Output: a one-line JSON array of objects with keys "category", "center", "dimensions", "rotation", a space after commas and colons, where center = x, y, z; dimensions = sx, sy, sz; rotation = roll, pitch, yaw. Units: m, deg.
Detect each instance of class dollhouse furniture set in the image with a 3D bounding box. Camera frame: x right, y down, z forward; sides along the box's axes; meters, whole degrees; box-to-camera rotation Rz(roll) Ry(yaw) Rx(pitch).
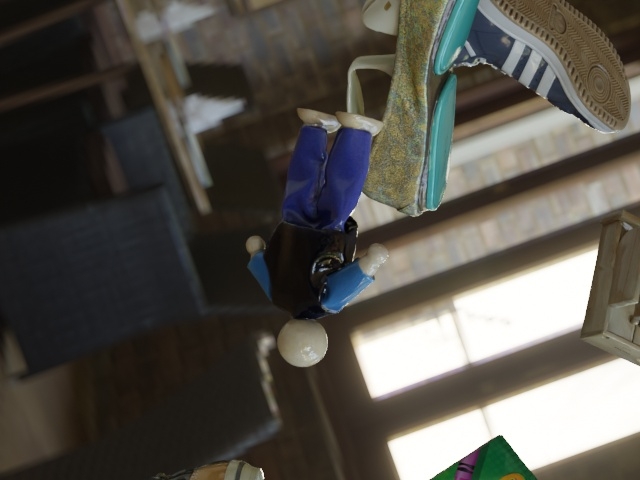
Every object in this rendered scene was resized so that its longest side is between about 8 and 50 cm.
[{"category": "dollhouse furniture set", "center": [0.426, 0.039, 1.863], "dimensions": [0.242, 0.212, 0.161], "rotation": [-21, -131, 57]}]

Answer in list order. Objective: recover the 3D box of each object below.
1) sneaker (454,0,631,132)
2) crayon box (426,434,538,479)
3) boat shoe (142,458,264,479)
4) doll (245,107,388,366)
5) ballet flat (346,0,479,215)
[{"category": "sneaker", "center": [0.223, -0.211, 1.841], "dimensions": [0.282, 0.153, 0.099], "rotation": [40, 55, -30]}, {"category": "crayon box", "center": [0.133, 0.317, 1.588], "dimensions": [0.081, 0.165, 0.278], "rotation": [52, -15, 29]}, {"category": "boat shoe", "center": [-0.140, 0.433, 1.926], "dimensions": [0.500, 0.156, 0.187], "rotation": [89, 4, -47]}, {"category": "doll", "center": [0.000, 0.000, 1.192], "dimensions": [0.046, 0.129, 0.189], "rotation": [14, 87, -52]}, {"category": "ballet flat", "center": [0.086, -0.177, 1.543], "dimensions": [0.123, 0.123, 0.349], "rotation": [-109, -158, -49]}]
